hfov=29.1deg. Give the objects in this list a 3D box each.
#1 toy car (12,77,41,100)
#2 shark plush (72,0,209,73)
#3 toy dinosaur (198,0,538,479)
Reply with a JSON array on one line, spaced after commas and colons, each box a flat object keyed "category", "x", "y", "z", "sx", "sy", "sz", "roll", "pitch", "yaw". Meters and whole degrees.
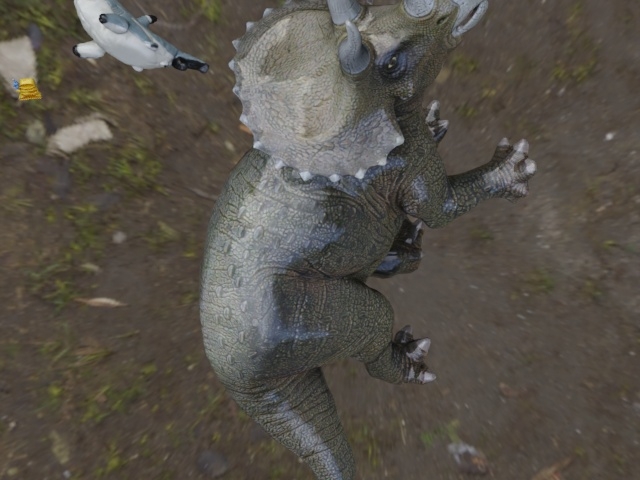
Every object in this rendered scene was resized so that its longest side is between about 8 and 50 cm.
[{"category": "toy car", "x": -0.339, "y": -0.181, "z": 1.241, "sx": 0.122, "sy": 0.040, "sz": 0.060, "roll": 7, "pitch": 65, "yaw": -1}, {"category": "shark plush", "x": -0.188, "y": -0.224, "z": 1.321, "sx": 0.161, "sy": 0.073, "sz": 0.067, "roll": 16, "pitch": 54, "yaw": -18}, {"category": "toy dinosaur", "x": 0.000, "y": 0.000, "z": 0.594, "sx": 0.160, "sy": 0.121, "sz": 0.313, "roll": 3, "pitch": 123, "yaw": -35}]
